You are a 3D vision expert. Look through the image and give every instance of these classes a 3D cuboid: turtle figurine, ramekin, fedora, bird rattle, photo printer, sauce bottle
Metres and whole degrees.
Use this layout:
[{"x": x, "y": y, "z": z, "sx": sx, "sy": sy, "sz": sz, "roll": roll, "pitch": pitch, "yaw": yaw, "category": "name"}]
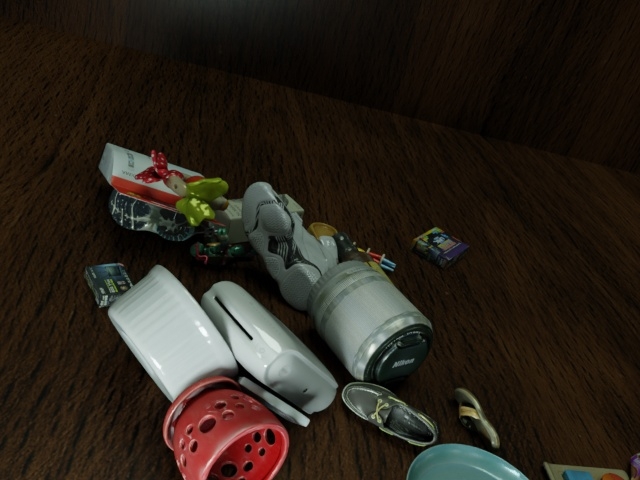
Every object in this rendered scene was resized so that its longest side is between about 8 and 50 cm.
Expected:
[{"x": -0.274, "y": 0.013, "z": 1.780, "sx": 0.234, "sy": 0.118, "sz": 0.175, "roll": 6, "pitch": 6, "yaw": -32, "category": "turtle figurine"}, {"x": -0.300, "y": 0.198, "z": 1.292, "sx": 0.135, "sy": 0.277, "sz": 0.277, "roll": -37, "pitch": 55, "yaw": -22, "category": "ramekin"}, {"x": 0.000, "y": 0.000, "z": 1.990, "sx": 0.194, "sy": 0.079, "sz": 0.194, "roll": 13, "pitch": 30, "yaw": -8, "category": "fedora"}, {"x": -0.357, "y": -0.133, "z": 1.725, "sx": 0.253, "sy": 0.143, "sz": 0.207, "roll": 26, "pitch": 5, "yaw": 26, "category": "bird rattle"}, {"x": -0.111, "y": 0.220, "z": 1.357, "sx": 0.256, "sy": 0.107, "sz": 0.307, "roll": 41, "pitch": -7, "yaw": 36, "category": "photo printer"}, {"x": 0.128, "y": 0.108, "z": 1.819, "sx": 0.111, "sy": 0.111, "sz": 0.344, "roll": -2, "pitch": 41, "yaw": -31, "category": "sauce bottle"}]

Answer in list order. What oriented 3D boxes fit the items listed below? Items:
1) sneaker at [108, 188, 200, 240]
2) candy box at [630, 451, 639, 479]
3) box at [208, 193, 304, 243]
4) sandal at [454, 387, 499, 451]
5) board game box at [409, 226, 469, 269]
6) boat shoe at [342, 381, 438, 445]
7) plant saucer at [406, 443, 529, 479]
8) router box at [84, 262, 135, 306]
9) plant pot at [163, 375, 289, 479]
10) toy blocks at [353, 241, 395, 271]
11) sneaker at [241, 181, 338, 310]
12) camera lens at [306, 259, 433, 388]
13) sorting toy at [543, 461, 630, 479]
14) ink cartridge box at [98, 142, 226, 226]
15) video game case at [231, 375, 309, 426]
[{"x": -0.475, "y": -0.069, "z": 1.855, "sx": 0.283, "sy": 0.110, "sz": 0.122, "roll": 24, "pitch": 8, "yaw": 14, "category": "sneaker"}, {"x": 0.757, "y": 0.519, "z": 1.452, "sx": 0.053, "sy": 0.109, "sz": 0.187, "roll": 47, "pitch": 25, "yaw": 10, "category": "candy box"}, {"x": -0.194, "y": -0.069, "z": 1.984, "sx": 0.275, "sy": 0.094, "sz": 0.113, "roll": -10, "pitch": 39, "yaw": -40, "category": "box"}, {"x": 0.353, "y": 0.416, "z": 1.503, "sx": 0.049, "sy": 0.072, "sz": 0.180, "roll": -15, "pitch": 43, "yaw": -12, "category": "sandal"}, {"x": 0.406, "y": 0.025, "z": 2.202, "sx": 0.141, "sy": 0.048, "sz": 0.170, "roll": 31, "pitch": 32, "yaw": 25, "category": "board game box"}, {"x": 0.152, "y": 0.376, "z": 1.414, "sx": 0.228, "sy": 0.081, "sz": 0.068, "roll": 24, "pitch": -5, "yaw": 9, "category": "boat shoe"}, {"x": 0.314, "y": 0.542, "z": 1.280, "sx": 0.318, "sy": 0.043, "sz": 0.317, "roll": 14, "pitch": 29, "yaw": -8, "category": "plant saucer"}, {"x": -0.509, "y": 0.106, "z": 1.571, "sx": 0.092, "sy": 0.038, "sz": 0.122, "roll": -7, "pitch": 38, "yaw": -36, "category": "router box"}, {"x": -0.181, "y": 0.361, "z": 1.178, "sx": 0.191, "sy": 0.191, "sz": 0.174, "roll": -10, "pitch": 30, "yaw": -40, "category": "plant pot"}, {"x": 0.151, "y": 0.069, "z": 1.980, "sx": 0.148, "sy": 0.054, "sz": 0.123, "roll": 23, "pitch": 29, "yaw": 8, "category": "toy blocks"}, {"x": -0.076, "y": 0.001, "z": 1.780, "sx": 0.365, "sy": 0.137, "sz": 0.210, "roll": 63, "pitch": 26, "yaw": -1, "category": "sneaker"}, {"x": 0.119, "y": 0.204, "z": 1.563, "sx": 0.219, "sy": 0.219, "sz": 0.274, "roll": -6, "pitch": 37, "yaw": -36, "category": "camera lens"}, {"x": 0.620, "y": 0.596, "z": 1.355, "sx": 0.229, "sy": 0.041, "sz": 0.307, "roll": 11, "pitch": 30, "yaw": -11, "category": "sorting toy"}, {"x": -0.446, "y": -0.163, "z": 1.842, "sx": 0.308, "sy": 0.091, "sz": 0.385, "roll": 18, "pitch": 7, "yaw": -30, "category": "ink cartridge box"}, {"x": -0.106, "y": 0.323, "z": 1.305, "sx": 0.157, "sy": 0.143, "sz": 0.019, "roll": 35, "pitch": 71, "yaw": -8, "category": "video game case"}]
